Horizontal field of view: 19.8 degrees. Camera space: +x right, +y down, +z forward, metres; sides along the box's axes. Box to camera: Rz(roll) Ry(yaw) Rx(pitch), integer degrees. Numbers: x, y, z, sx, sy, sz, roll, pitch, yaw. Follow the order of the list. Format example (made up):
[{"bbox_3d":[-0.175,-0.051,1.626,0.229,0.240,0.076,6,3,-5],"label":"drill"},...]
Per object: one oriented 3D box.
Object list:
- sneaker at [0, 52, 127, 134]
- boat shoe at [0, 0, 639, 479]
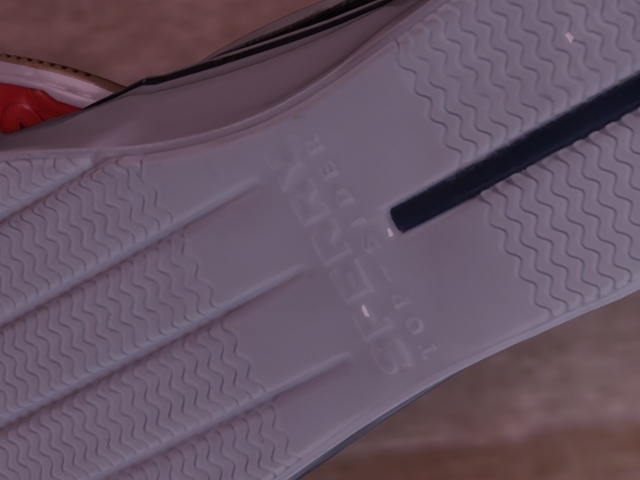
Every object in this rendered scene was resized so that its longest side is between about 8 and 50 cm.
[{"bbox_3d":[-0.112,-0.023,0.554,0.118,0.042,0.067,6,82,18],"label":"sneaker"},{"bbox_3d":[0.000,0.000,0.499,0.335,0.119,0.121,-21,94,26],"label":"boat shoe"}]
